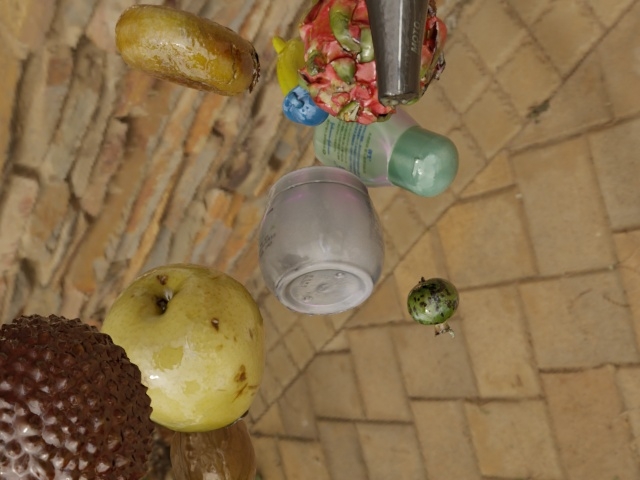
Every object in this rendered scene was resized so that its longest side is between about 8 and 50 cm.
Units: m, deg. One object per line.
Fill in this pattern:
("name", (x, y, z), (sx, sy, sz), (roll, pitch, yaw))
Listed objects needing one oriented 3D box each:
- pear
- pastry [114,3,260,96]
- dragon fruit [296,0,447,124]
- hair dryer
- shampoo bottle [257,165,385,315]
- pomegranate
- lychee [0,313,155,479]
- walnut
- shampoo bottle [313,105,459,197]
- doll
("pear", (-0.241, 0.195, 1.601), (0.309, 0.309, 0.309), (24, 121, 49))
("pastry", (-0.314, -0.447, 2.080), (0.356, 0.356, 0.164), (24, 97, 49))
("dragon fruit", (0.092, -0.343, 1.527), (0.237, 0.303, 0.231), (29, 161, 44))
("hair dryer", (0.168, -0.323, 1.135), (0.120, 0.359, 0.304), (-4, 92, 39))
("shampoo bottle", (0.000, 0.000, 1.893), (0.273, 0.273, 0.266), (123, 150, -47))
("pomegranate", (0.259, 0.155, 1.966), (0.122, 0.122, 0.161), (-8, 106, 55))
("lychee", (-0.349, 0.235, 1.114), (0.304, 0.275, 0.276), (39, 132, 33))
("walnut", (-0.209, 0.419, 1.708), (0.167, 0.167, 0.207), (-53, 47, 49))
("shampoo bottle", (0.155, -0.209, 1.998), (0.349, 0.151, 0.222), (26, 120, 34))
("doll", (-0.036, -0.355, 1.892), (0.199, 0.363, 0.145), (38, 115, -13))
